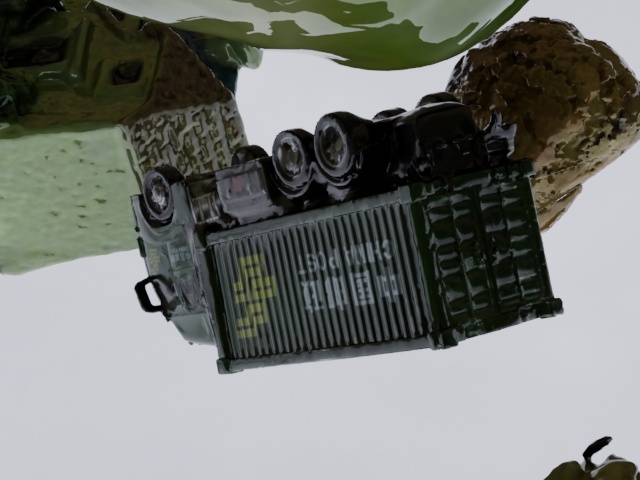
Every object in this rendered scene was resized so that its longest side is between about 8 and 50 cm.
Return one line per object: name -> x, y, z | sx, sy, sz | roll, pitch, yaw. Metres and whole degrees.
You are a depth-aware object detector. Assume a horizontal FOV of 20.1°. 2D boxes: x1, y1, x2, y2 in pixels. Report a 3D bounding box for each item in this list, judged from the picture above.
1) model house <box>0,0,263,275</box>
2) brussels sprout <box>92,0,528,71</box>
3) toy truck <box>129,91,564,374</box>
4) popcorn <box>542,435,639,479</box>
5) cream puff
model house -> -0.139, -0.110, 1.227 | 0.189, 0.195, 0.214 | -2, -136, 10
brussels sprout -> -0.044, -0.275, 0.712 | 0.425, 0.342, 0.361 | 41, -175, 2
toy truck -> 0.000, 0.000, 0.931 | 0.088, 0.121, 0.259 | -13, -179, -36
popcorn -> 0.199, 0.221, 1.158 | 0.218, 0.189, 0.169 | -15, -117, -15
cream puff -> 0.115, -0.065, 0.967 | 0.119, 0.133, 0.104 | -40, -89, -11
